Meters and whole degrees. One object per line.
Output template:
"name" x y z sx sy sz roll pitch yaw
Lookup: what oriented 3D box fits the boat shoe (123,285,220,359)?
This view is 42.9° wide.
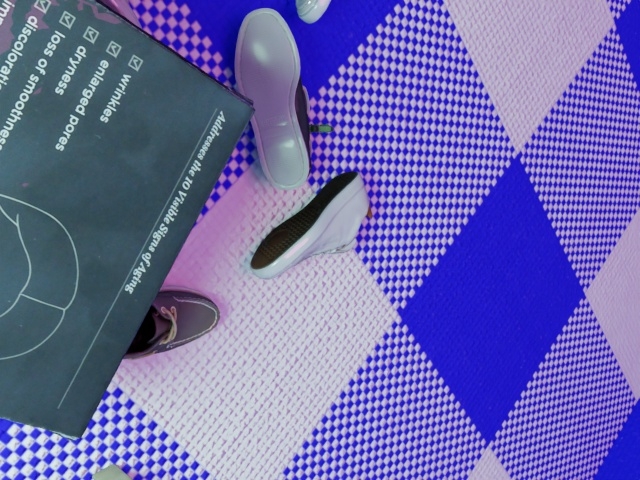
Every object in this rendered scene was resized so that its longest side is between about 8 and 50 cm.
"boat shoe" -0.281 0.135 1.277 0.305 0.091 0.109 -2 99 -40

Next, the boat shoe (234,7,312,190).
"boat shoe" -0.077 -0.239 1.388 0.114 0.091 0.303 -3 105 5

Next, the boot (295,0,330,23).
"boot" -0.026 -0.510 1.390 0.123 0.095 0.258 21 75 -35

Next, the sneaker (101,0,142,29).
"sneaker" -0.315 -0.385 1.172 0.212 0.080 0.094 53 53 -32

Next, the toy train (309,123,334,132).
"toy train" -0.009 -0.205 1.491 0.083 0.023 0.017 -6 102 -39

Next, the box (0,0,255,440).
"box" -0.416 -0.084 0.955 0.471 0.297 0.480 30 87 -38

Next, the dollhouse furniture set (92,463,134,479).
"dollhouse furniture set" -0.353 0.530 1.258 0.259 0.135 0.262 -24 112 -35

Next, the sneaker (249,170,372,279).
"sneaker" 0.000 0.000 1.481 0.290 0.105 0.123 -42 119 -29
